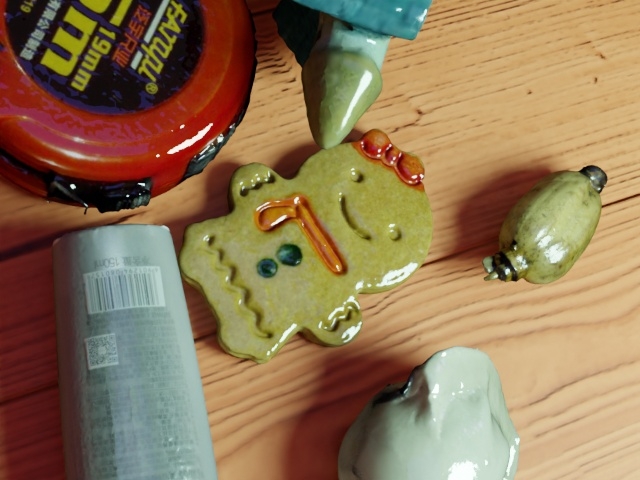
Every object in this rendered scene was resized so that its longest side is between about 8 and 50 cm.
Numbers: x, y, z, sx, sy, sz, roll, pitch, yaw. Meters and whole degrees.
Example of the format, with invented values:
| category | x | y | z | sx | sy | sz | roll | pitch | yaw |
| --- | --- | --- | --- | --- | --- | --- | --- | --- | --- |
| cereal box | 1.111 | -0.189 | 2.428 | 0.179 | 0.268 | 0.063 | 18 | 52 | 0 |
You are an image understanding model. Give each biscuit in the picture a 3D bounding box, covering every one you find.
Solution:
| category | x | y | z | sx | sy | sz | roll | pitch | yaw |
| --- | --- | --- | --- | --- | --- | --- | --- | --- | --- |
| biscuit | 0.000 | 0.000 | 0.923 | 0.225 | 0.036 | 0.166 | -27 | 81 | -21 |

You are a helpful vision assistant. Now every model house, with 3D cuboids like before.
| category | x | y | z | sx | sy | sz | roll | pitch | yaw |
| --- | --- | --- | --- | --- | --- | --- | --- | --- | --- |
| model house | -0.003 | -0.227 | 0.858 | 0.194 | 0.267 | 0.325 | 15 | 71 | -14 |

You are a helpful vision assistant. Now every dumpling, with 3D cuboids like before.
| category | x | y | z | sx | sy | sz | roll | pitch | yaw |
| --- | --- | --- | --- | --- | --- | --- | --- | --- | --- |
| dumpling | 0.091 | 0.173 | 0.872 | 0.150 | 0.092 | 0.176 | 19 | 64 | -23 |

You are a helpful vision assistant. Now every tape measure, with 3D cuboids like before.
| category | x | y | z | sx | sy | sz | roll | pitch | yaw |
| --- | --- | --- | --- | --- | --- | --- | --- | --- | --- |
| tape measure | -0.181 | -0.140 | 0.877 | 0.260 | 0.114 | 0.253 | 27 | 69 | -10 |

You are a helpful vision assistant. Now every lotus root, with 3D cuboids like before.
| category | x | y | z | sx | sy | sz | roll | pitch | yaw |
| --- | --- | --- | --- | --- | --- | --- | --- | --- | --- |
| lotus root | 0.186 | -0.008 | 0.959 | 0.152 | 0.063 | 0.072 | -39 | 113 | -28 |

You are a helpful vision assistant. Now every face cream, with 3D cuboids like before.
| category | x | y | z | sx | sy | sz | roll | pitch | yaw |
| --- | --- | --- | --- | --- | --- | --- | --- | --- | --- |
| face cream | -0.135 | 0.125 | 0.829 | 0.107 | 0.073 | 0.269 | -8 | 76 | -12 |
